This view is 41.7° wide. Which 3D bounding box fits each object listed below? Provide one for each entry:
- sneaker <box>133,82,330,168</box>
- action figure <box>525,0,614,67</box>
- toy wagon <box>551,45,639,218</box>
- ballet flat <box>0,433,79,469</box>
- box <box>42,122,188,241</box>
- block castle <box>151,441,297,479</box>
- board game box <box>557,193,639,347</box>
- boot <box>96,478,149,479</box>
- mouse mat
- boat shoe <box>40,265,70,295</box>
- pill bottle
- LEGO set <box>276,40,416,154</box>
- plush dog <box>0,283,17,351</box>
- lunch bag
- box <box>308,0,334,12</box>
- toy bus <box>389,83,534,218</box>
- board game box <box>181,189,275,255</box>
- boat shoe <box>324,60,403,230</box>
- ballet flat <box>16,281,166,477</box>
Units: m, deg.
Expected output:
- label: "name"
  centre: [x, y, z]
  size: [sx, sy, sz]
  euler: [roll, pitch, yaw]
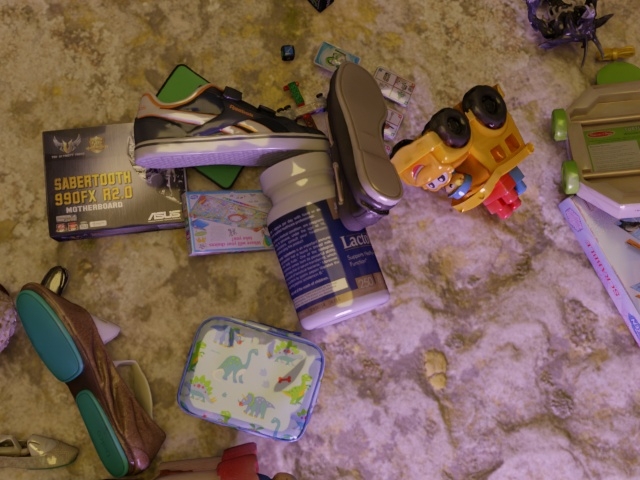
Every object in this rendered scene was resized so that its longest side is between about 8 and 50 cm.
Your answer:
- label: "sneaker"
  centre: [-0.139, -0.188, 1.364]
  size: [0.321, 0.126, 0.127]
  euler: [-1, 80, -18]
- label: "action figure"
  centre: [0.419, -0.443, 1.471]
  size: [0.164, 0.141, 0.275]
  euler: [-27, 76, -9]
- label: "toy wagon"
  centre: [0.535, -0.192, 1.435]
  size: [0.268, 0.068, 0.344]
  euler: [-5, 54, 7]
- label: "ballet flat"
  centre: [-0.469, 0.330, 1.323]
  size: [0.168, 0.057, 0.052]
  euler: [-3, 116, -4]
- label: "box"
  centre: [-0.340, -0.101, 1.413]
  size: [0.231, 0.056, 0.182]
  euler: [-6, 81, -5]
- label: "block castle"
  centre: [-0.118, 0.528, 1.191]
  size: [0.213, 0.303, 0.452]
  euler: [-5, 81, -5]
- label: "board game box"
  centre: [0.628, 0.000, 1.447]
  size: [0.319, 0.066, 0.317]
  euler: [-26, 82, -8]
- label: "boot"
  centre: [-0.409, 0.589, 1.239]
  size: [0.367, 0.146, 0.444]
  euler: [-3, 83, -12]
- label: "mouse mat"
  centre: [-0.197, -0.193, 1.423]
  size: [0.190, 0.007, 0.152]
  euler: [34, 66, -13]
- label: "boat shoe"
  centre: [-0.450, 0.100, 1.379]
  size: [0.046, 0.038, 0.125]
  euler: [25, 79, 1]
- label: "pill bottle"
  centre: [0.000, 0.000, 1.366]
  size: [0.153, 0.153, 0.264]
  euler: [-19, 82, -7]
- label: "LEGO set"
  centre: [0.024, -0.245, 1.476]
  size: [0.244, 0.060, 0.182]
  euler: [24, 73, -6]
- label: "plush dog"
  centre: [-0.565, 0.163, 1.291]
  size: [0.225, 0.262, 0.210]
  euler: [-38, 118, 1]
- label: "lunch bag"
  centre: [-0.107, 0.218, 1.353]
  size: [0.219, 0.090, 0.176]
  euler: [16, 80, -1]
- label: "box"
  centre: [-0.042, -0.503, 1.434]
  size: [0.045, 0.190, 0.184]
  euler: [-44, 86, -10]
- label: "toy bus"
  centre: [0.246, -0.121, 1.386]
  size: [0.220, 0.149, 0.211]
  euler: [-35, 91, -36]
- label: "board game box"
  centre: [-0.149, -0.031, 1.398]
  size: [0.154, 0.026, 0.103]
  euler: [-3, 79, -27]
- label: "boat shoe"
  centre: [0.051, -0.159, 1.352]
  size: [0.112, 0.095, 0.335]
  euler: [22, 41, -30]
- label: "ballet flat"
  centre: [-0.349, 0.204, 1.330]
  size: [0.124, 0.116, 0.342]
  euler: [-31, 89, -49]
